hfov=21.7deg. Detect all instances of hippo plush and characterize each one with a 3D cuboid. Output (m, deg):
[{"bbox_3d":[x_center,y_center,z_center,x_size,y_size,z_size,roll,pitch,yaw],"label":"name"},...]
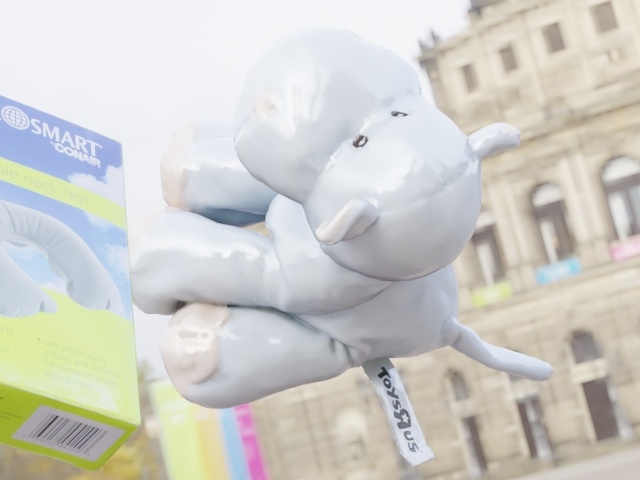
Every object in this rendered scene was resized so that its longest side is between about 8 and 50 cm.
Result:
[{"bbox_3d":[0.000,0.000,1.084,0.234,0.294,0.236,-33,-14,-18],"label":"hippo plush"}]

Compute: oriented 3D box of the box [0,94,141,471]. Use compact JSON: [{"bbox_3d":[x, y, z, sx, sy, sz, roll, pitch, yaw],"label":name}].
[{"bbox_3d":[-0.132,0.001,0.688,0.109,0.178,0.042,21,-50,-31],"label":"box"}]
